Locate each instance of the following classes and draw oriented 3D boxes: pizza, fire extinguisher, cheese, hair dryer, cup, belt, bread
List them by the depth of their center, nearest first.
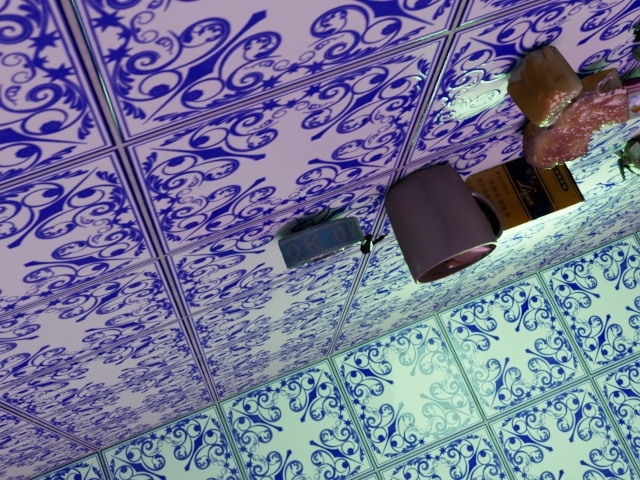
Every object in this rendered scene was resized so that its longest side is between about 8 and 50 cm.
[{"bbox_3d":[0.371,-0.258,1.451,0.082,0.106,0.125,-18,161,-23],"label":"bread"},{"bbox_3d":[0.502,-0.244,1.717,0.161,0.086,0.305,9,149,-19],"label":"pizza"},{"bbox_3d":[0.609,-0.284,1.791,0.244,0.062,0.155,-13,163,5],"label":"cheese"},{"bbox_3d":[-0.007,0.002,1.799,0.147,0.082,0.163,-21,175,32],"label":"belt"},{"bbox_3d":[0.272,-0.045,1.829,0.252,0.201,0.191,-14,162,-29],"label":"cup"},{"bbox_3d":[0.135,-0.004,2.110,0.083,0.031,0.079,-32,160,-25],"label":"hair dryer"},{"bbox_3d":[0.894,-0.237,2.276,0.268,0.105,0.105,-19,164,-12],"label":"fire extinguisher"}]

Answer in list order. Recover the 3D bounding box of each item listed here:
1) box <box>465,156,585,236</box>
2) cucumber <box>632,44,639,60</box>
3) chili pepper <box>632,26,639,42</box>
[{"bbox_3d":[0.470,-0.110,1.995,0.237,0.152,0.070,-20,164,-10],"label":"box"},{"bbox_3d":[0.638,-0.354,1.657,0.032,0.032,0.133,-35,162,36],"label":"cucumber"},{"bbox_3d":[0.654,-0.388,1.518,0.224,0.061,0.098,-21,171,-15],"label":"chili pepper"}]
